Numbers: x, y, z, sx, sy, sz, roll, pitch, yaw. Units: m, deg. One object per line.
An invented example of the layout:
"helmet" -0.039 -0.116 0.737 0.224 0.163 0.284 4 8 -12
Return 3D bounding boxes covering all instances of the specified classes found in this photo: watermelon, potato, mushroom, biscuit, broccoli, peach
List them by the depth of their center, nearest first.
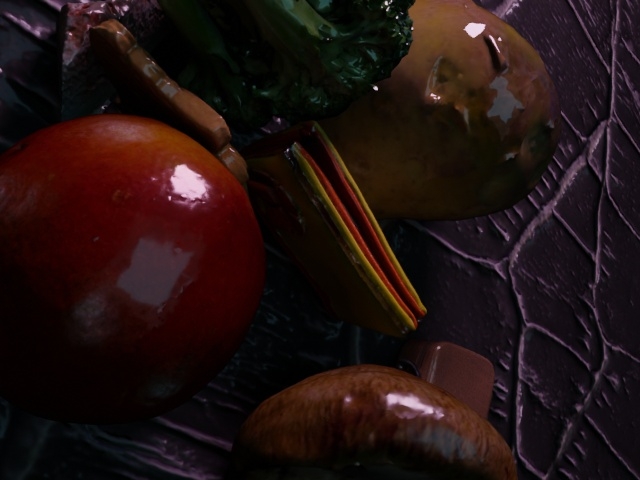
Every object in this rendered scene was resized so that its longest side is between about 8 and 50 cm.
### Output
"peach" -0.160 0.023 0.444 0.243 0.199 0.244 3 84 -27
"watermelon" -0.190 -0.185 0.515 0.081 0.094 0.180 44 44 -22
"broccoli" -0.037 -0.237 0.517 0.295 0.265 0.245 -51 156 13
"biscuit" -0.122 -0.092 0.518 0.035 0.162 0.250 -46 144 -17
"mushroom" 0.035 0.247 0.569 0.283 0.195 0.263 -34 113 -6
"potato" 0.140 -0.168 0.665 0.288 0.237 0.301 43 63 -26

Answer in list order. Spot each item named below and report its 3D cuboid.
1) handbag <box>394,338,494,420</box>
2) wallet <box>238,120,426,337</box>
"handbag" 0.147 0.226 0.740 0.151 0.072 0.194 34 68 -30
"wallet" 0.000 0.000 0.599 0.067 0.141 0.241 -45 115 -27
